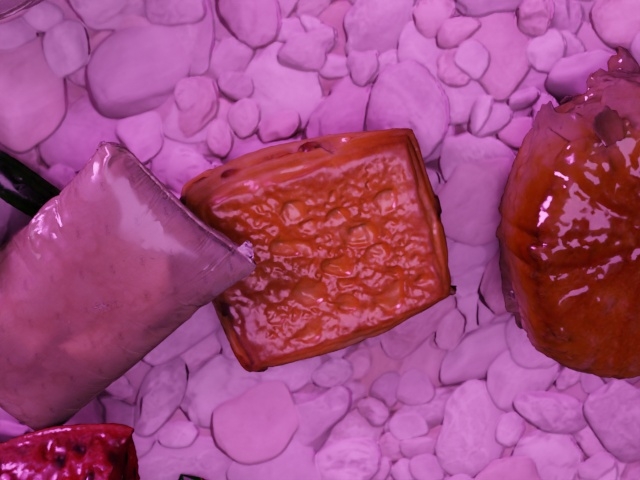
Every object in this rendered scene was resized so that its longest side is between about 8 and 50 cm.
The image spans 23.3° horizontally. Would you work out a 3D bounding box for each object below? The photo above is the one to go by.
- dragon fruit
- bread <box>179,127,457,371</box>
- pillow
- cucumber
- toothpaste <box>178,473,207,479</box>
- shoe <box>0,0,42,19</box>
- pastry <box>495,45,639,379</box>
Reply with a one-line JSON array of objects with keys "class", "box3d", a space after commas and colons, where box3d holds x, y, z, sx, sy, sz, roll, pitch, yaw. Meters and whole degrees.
[{"class": "dragon fruit", "box3d": [-0.281, 0.373, 1.480, 0.302, 0.240, 0.330, -14, 124, 1]}, {"class": "bread", "box3d": [0.000, 0.000, 1.467, 0.235, 0.099, 0.210, -18, 114, 1]}, {"class": "pillow", "box3d": [-0.218, 0.048, 1.399, 0.302, 0.075, 0.185, -39, 116, 21]}, {"class": "cucumber", "box3d": [-0.263, -0.042, 1.413, 0.168, 0.039, 0.039, 34, 102, -26]}, {"class": "toothpaste", "box3d": [-0.155, 0.328, 1.601, 0.037, 0.043, 0.178, 16, 109, -17]}, {"class": "shoe", "box3d": [-0.353, -0.213, 1.225, 0.351, 0.198, 0.172, -12, 117, -7]}, {"class": "pastry", "box3d": [0.323, -0.012, 1.516, 0.329, 0.136, 0.330, -5, 113, -12]}]
